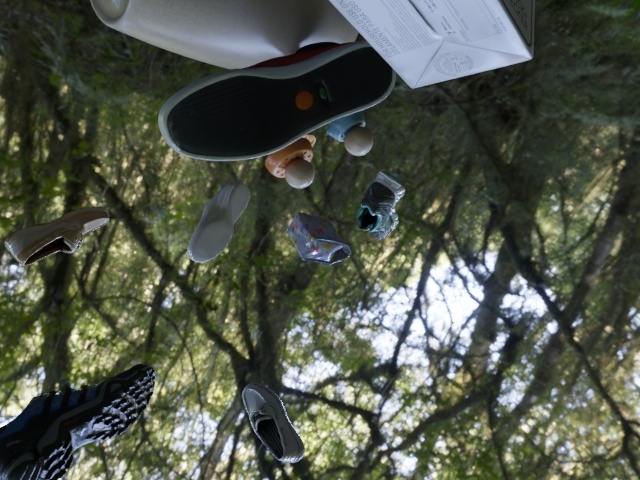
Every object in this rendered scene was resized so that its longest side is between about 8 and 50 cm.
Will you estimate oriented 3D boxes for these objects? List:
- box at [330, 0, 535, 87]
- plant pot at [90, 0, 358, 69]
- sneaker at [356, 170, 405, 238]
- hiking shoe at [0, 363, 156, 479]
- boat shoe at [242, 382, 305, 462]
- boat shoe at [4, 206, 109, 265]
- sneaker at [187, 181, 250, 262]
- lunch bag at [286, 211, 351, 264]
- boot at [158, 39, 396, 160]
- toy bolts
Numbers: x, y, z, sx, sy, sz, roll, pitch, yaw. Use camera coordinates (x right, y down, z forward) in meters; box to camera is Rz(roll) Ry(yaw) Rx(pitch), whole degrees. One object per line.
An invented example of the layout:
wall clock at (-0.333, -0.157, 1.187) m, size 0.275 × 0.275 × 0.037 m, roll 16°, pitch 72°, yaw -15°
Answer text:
box at (0.072, -0.270, 0.374) m, size 0.169 × 0.087 × 0.289 m, roll 27°, pitch -114°, yaw -48°
plant pot at (-0.125, -0.320, 0.705) m, size 0.274 × 0.256 × 0.256 m, roll -15°, pitch -130°, yaw -41°
sneaker at (0.084, -0.041, 0.931) m, size 0.065 × 0.166 × 0.076 m, roll 34°, pitch -111°, yaw 19°
hiking shoe at (-0.397, 0.270, 0.944) m, size 0.132 × 0.113 × 0.304 m, roll 26°, pitch -153°, yaw 20°
boat shoe at (-0.120, 0.410, 1.346) m, size 0.226 × 0.083 × 0.076 m, roll 40°, pitch -172°, yaw 36°
boat shoe at (-0.426, -0.004, 0.974) m, size 0.170 × 0.063 × 0.059 m, roll -27°, pitch -106°, yaw -34°
sneaker at (-0.245, -0.042, 1.333) m, size 0.094 × 0.212 × 0.080 m, roll 9°, pitch 149°, yaw 40°
lunch bag at (0.000, 0.000, 0.903) m, size 0.083 × 0.053 × 0.071 m, roll 8°, pitch -146°, yaw -37°
boot at (-0.059, -0.162, 0.651) m, size 0.245 × 0.088 × 0.176 m, roll -19°, pitch -156°, yaw -9°
toy bolts at (0.000, -0.198, 1.232) m, size 0.158 × 0.229 × 0.218 m, roll 58°, pitch -175°, yaw 16°
